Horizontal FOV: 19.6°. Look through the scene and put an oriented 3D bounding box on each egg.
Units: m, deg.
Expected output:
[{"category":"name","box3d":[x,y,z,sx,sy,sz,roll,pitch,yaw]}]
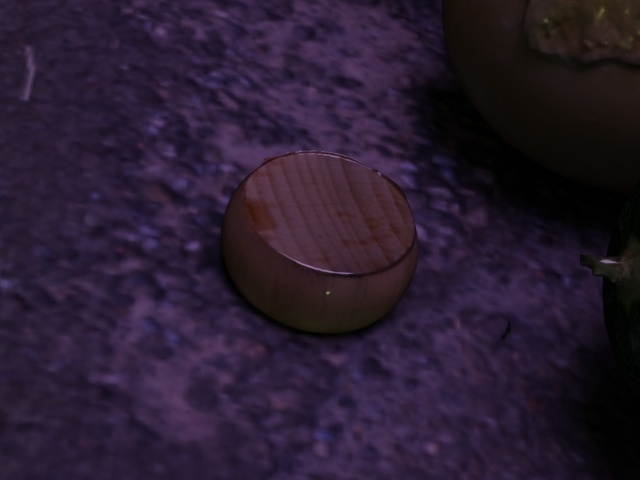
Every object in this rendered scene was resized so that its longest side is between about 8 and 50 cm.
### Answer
[{"category":"egg","box3d":[0.156,-0.098,0.844,0.201,0.164,0.164,10,42,-1]}]

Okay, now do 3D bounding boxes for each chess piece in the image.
[{"category":"chess piece","box3d":[0.000,0.000,0.773,0.083,0.038,0.084,11,45,-11]}]

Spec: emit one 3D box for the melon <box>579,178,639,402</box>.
[{"category":"melon","box3d":[0.231,0.025,0.731,0.287,0.182,0.182,4,44,-16]}]
